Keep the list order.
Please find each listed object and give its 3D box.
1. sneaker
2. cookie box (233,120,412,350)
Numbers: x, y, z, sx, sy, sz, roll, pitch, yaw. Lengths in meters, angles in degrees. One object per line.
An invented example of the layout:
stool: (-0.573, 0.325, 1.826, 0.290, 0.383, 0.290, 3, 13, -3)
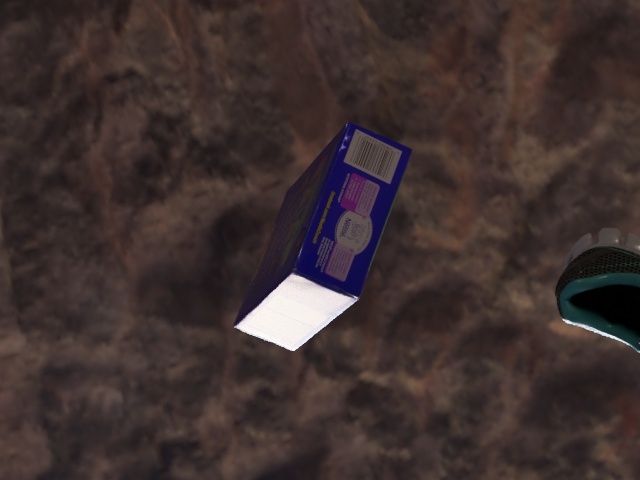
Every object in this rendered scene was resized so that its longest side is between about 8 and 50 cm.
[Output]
sneaker: (0.200, 0.045, 0.875, 0.076, 0.166, 0.065, -29, -52, -59)
cookie box: (0.000, 0.000, 0.863, 0.040, 0.092, 0.107, 25, -24, -10)
